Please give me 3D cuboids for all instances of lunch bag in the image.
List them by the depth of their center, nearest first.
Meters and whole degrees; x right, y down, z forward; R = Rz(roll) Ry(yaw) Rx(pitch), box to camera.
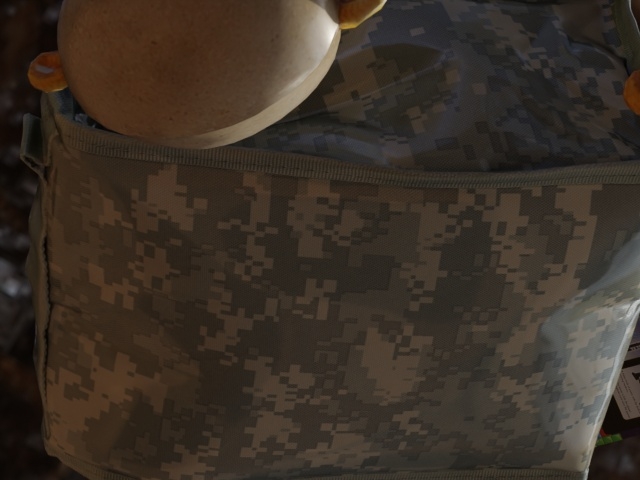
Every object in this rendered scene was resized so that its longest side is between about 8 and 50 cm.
[{"bbox_3d":[0.000,0.000,0.947,0.287,0.169,0.235,-2,-44,-11],"label":"lunch bag"}]

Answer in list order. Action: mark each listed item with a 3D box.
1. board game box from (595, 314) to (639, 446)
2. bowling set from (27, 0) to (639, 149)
[{"bbox_3d":[0.224,0.051,1.398,0.141,0.048,0.170,-17,-68,22],"label":"board game box"},{"bbox_3d":[0.065,-0.109,0.273,0.287,0.154,0.200,-8,-36,16],"label":"bowling set"}]
